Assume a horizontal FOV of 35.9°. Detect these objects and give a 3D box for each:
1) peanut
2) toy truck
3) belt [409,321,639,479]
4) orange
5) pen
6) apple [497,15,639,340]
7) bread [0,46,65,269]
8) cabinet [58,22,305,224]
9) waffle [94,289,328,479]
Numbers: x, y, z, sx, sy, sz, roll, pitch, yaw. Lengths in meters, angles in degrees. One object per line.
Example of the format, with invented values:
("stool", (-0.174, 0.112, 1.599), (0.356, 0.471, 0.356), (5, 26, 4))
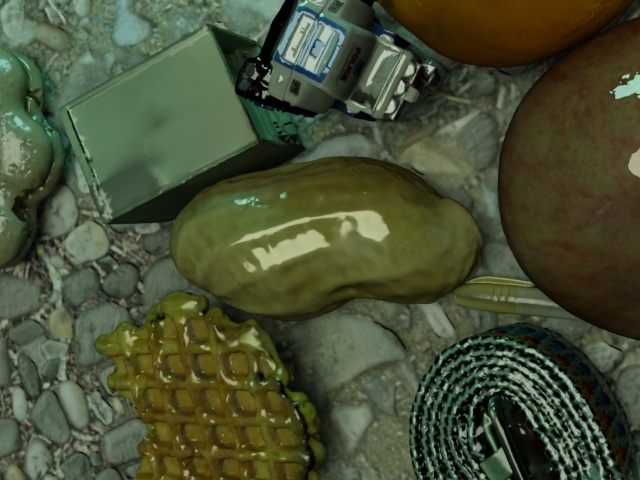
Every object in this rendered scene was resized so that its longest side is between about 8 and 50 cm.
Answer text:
("peanut", (-0.001, -0.006, 1.074), (0.340, 0.158, 0.174), (-13, 69, 17))
("toy truck", (0.031, -0.185, 1.030), (0.177, 0.213, 0.161), (29, 102, 13))
("belt", (0.205, 0.216, 1.005), (0.207, 0.150, 0.257), (-26, 81, 27))
("orange", (0.175, -0.316, 0.927), (0.312, 0.312, 0.311), (0, 91, 20))
("pen", (0.257, 0.064, 1.047), (0.234, 0.032, 0.040), (4, 71, 19))
("apple", (0.328, -0.051, 0.880), (0.345, 0.269, 0.344), (2, 100, 14))
("bread", (-0.428, -0.135, 1.258), (0.183, 0.102, 0.337), (-22, 84, 20))
("cabinet", (-0.153, -0.126, 1.130), (0.206, 0.150, 0.145), (-25, 83, 19))
("waffle", (-0.131, 0.208, 1.145), (0.282, 0.058, 0.300), (-33, 89, 31))
